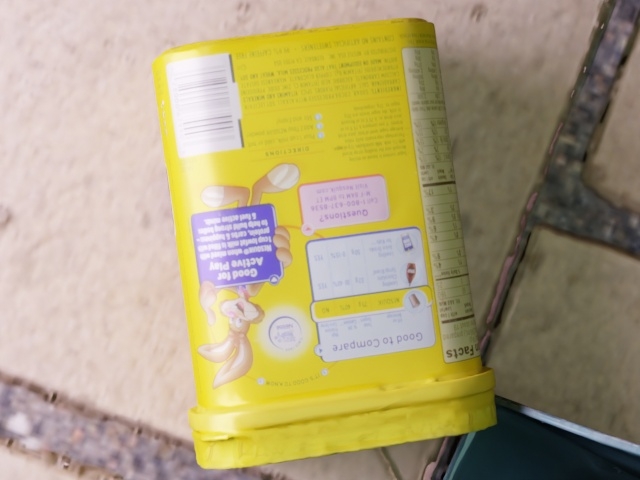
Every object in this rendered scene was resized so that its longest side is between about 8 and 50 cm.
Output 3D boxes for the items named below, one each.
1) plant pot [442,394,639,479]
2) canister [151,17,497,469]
[{"bbox_3d":[0.162,0.190,0.748,0.234,0.165,0.165,24,86,-17],"label":"plant pot"},{"bbox_3d":[0.000,0.000,0.758,0.126,0.073,0.169,-8,90,-10],"label":"canister"}]
